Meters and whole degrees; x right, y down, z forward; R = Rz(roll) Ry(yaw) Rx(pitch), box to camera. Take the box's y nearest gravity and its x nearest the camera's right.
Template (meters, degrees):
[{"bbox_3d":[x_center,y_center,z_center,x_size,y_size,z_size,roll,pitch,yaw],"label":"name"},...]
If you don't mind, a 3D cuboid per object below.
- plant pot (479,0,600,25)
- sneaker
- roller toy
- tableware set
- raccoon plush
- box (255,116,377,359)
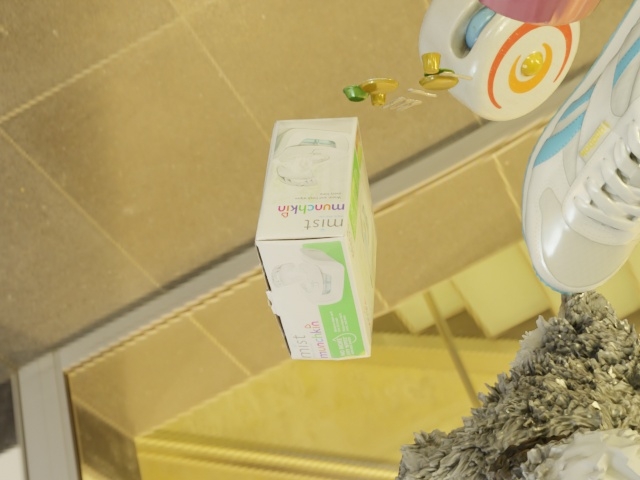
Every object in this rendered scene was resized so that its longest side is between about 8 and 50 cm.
[{"bbox_3d":[0.203,-0.294,0.878,0.201,0.201,0.180,-7,140,-15],"label":"plant pot"},{"bbox_3d":[0.191,-0.060,0.624,0.087,0.092,0.228,19,116,-6],"label":"sneaker"},{"bbox_3d":[0.243,-0.262,1.376,0.191,0.146,0.209,-27,139,-19],"label":"roller toy"},{"bbox_3d":[0.101,-0.194,1.249,0.104,0.024,0.154,6,167,-31],"label":"tableware set"},{"bbox_3d":[0.257,0.148,0.832,0.299,0.216,0.446,-48,-177,-19],"label":"raccoon plush"},{"bbox_3d":[0.000,0.000,1.444,0.127,0.231,0.262,-3,137,9],"label":"box"}]
